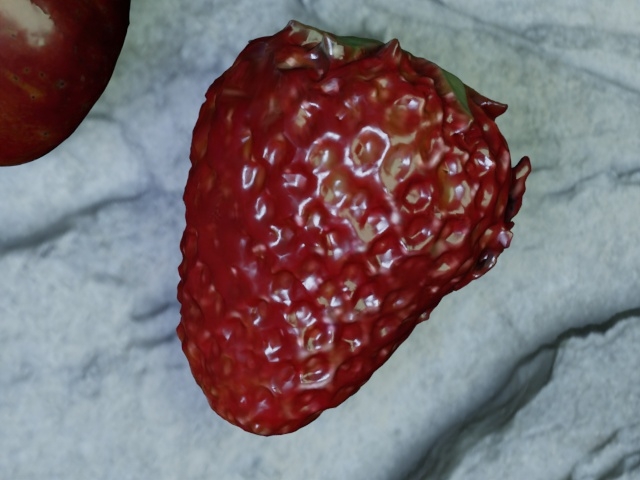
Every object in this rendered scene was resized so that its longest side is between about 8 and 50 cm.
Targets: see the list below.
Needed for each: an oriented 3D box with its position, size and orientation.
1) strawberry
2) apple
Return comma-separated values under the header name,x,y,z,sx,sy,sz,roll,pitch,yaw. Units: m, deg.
name,x,y,z,sx,sy,sz,roll,pitch,yaw
strawberry,0.000,0.000,1.110,0.205,0.205,0.244,21,91,-37
apple,-0.186,-0.129,0.983,0.158,0.147,0.156,38,85,-31
